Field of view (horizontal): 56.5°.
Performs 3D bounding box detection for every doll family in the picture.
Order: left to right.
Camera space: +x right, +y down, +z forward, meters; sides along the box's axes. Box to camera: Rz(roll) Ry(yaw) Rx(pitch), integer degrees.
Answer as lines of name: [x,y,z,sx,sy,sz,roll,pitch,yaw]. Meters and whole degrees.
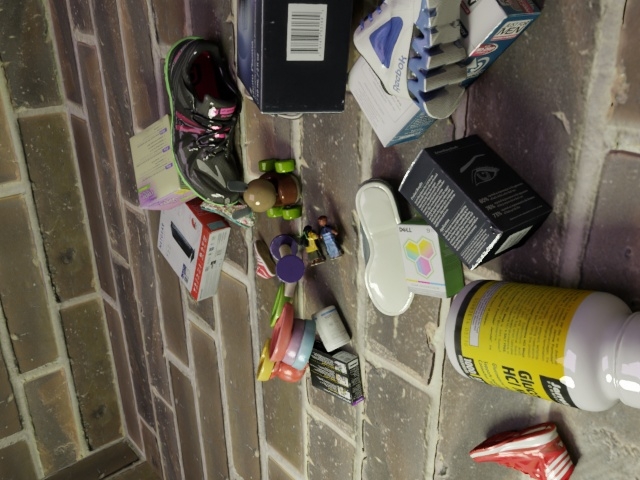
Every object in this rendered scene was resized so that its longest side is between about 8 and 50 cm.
doll family: [0.000,0.000,1.505,0.193,0.076,0.111,-18,87,49]

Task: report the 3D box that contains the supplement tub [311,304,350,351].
supplement tub: [0.027,0.231,1.574,0.071,0.071,0.107,-35,77,53]

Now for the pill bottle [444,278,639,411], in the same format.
pill bottle: [0.388,0.170,0.980,0.334,0.188,0.187,3,109,52]

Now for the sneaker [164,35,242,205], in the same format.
sneaker: [-0.318,-0.327,1.666,0.202,0.185,0.482,6,112,55]

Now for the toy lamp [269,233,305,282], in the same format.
toy lamp: [-0.090,0.037,1.536,0.274,0.080,0.080,-116,16,-77]

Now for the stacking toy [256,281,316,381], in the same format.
stacking toy: [-0.064,0.240,1.624,0.309,0.130,0.279,123,161,-61]

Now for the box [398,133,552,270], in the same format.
box: [0.269,-0.073,1.053,0.207,0.153,0.108,53,141,24]

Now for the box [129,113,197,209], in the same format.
box: [-0.481,-0.242,1.889,0.214,0.117,0.243,-19,78,38]

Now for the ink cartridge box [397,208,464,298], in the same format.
ink cartridge box: [0.223,0.007,1.225,0.109,0.062,0.209,5,109,52]

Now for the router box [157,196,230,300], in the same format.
router box: [-0.447,-0.009,2.062,0.301,0.082,0.335,47,137,29]

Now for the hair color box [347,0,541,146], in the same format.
hair color box: [0.198,-0.339,1.060,0.174,0.105,0.347,61,143,13]

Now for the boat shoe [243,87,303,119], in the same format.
boat shoe: [-0.107,-0.347,1.506,0.206,0.075,0.065,31,172,34]

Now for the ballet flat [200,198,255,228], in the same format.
ballet flat: [-0.274,-0.100,1.817,0.241,0.091,0.077,21,92,41]

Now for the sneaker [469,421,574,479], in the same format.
sneaker: [0.400,0.449,1.183,0.128,0.087,0.221,63,144,12]

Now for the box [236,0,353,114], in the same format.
box: [-0.067,-0.441,1.212,0.294,0.183,0.296,-119,29,-57]

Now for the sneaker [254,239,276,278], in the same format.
sneaker: [-0.176,0.060,1.779,0.067,0.042,0.118,-33,81,50]

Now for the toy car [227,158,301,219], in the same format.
toy car: [-0.160,-0.120,1.551,0.149,0.188,0.155,10,113,50]

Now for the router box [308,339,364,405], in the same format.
router box: [0.037,0.361,1.641,0.179,0.046,0.133,13,116,50]

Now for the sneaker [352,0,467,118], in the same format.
sneaker: [0.132,-0.361,0.939,0.182,0.127,0.315,25,125,42]

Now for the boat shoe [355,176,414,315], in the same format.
boat shoe: [0.145,0.011,1.325,0.116,0.099,0.319,-10,110,9]
